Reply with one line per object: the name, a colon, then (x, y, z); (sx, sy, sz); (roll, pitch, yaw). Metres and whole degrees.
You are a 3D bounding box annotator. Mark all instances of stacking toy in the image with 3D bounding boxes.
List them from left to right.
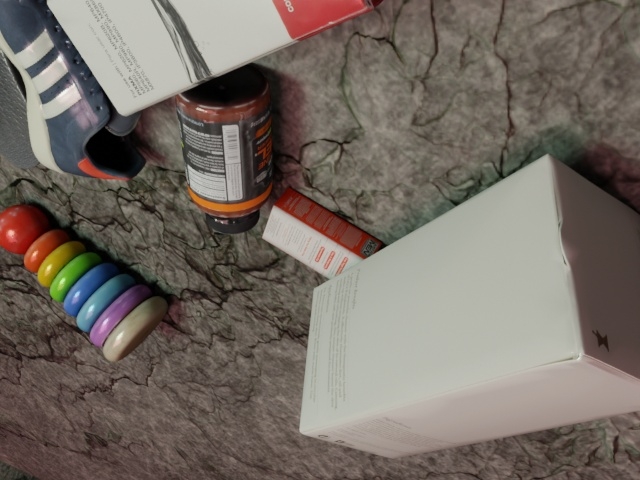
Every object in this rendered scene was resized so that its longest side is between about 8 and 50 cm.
stacking toy: (-0.433, 0.056, 1.073); (0.330, 0.141, 0.141); (42, 139, 2)

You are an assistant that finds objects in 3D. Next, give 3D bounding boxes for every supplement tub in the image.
supplement tub: (-0.109, -0.101, 0.714); (0.105, 0.106, 0.198); (20, 138, 16)

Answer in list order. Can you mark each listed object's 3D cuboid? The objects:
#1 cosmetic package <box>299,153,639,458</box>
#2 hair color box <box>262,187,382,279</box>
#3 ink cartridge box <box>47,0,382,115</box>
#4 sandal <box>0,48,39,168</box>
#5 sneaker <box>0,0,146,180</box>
cosmetic package: (0.143, 0.096, 0.635); (0.155, 0.197, 0.365); (25, 145, -28)
hair color box: (0.000, 0.000, 0.783); (0.141, 0.043, 0.072); (32, 140, 5)
ink cartridge box: (-0.056, -0.222, 0.494); (0.272, 0.197, 0.114); (-10, 121, 38)
sandal: (-0.440, -0.222, 0.867); (0.097, 0.054, 0.255); (9, 124, 17)
sneaker: (-0.278, -0.212, 0.718); (0.148, 0.131, 0.350); (18, 142, 9)
